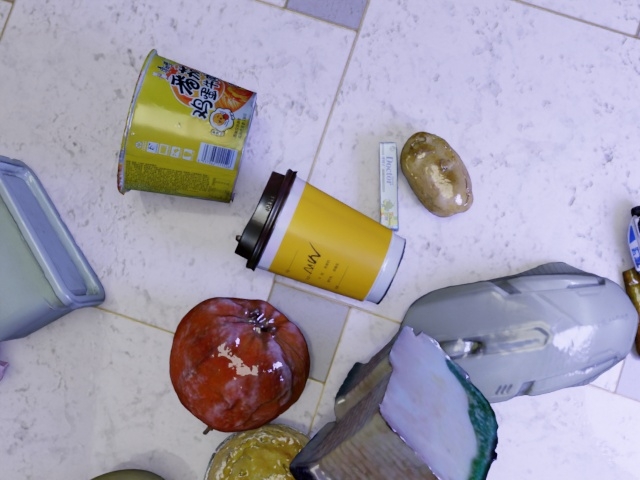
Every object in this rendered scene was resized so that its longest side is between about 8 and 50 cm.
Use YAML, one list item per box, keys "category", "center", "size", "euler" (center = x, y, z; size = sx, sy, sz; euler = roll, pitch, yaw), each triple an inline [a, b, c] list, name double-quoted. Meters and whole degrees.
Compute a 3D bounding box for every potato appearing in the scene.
- category: "potato"
  center: [0.211, -0.121, 1.687]
  size: [0.107, 0.080, 0.170]
  euler: [-27, 85, 12]

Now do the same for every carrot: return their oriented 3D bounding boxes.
- category: "carrot"
  center: [0.576, 0.131, 1.670]
  size: [0.042, 0.042, 0.170]
  euler: [-11, 81, 0]

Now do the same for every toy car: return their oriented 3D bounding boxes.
- category: "toy car"
  center: [0.595, 0.019, 1.656]
  size: [0.070, 0.080, 0.170]
  euler: [-20, 75, 30]

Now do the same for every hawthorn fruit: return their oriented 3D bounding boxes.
- category: "hawthorn fruit"
  center: [-0.155, 0.236, 1.596]
  size: [0.242, 0.242, 0.271]
  euler: [34, 113, 5]

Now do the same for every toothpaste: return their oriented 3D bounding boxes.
- category: "toothpaste"
  center: [0.127, -0.097, 1.703]
  size: [0.034, 0.046, 0.164]
  euler: [-1, 84, 5]

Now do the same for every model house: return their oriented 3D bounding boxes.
- category: "model house"
  center: [0.103, 0.334, 1.514]
  size: [0.284, 0.298, 0.243]
  euler: [-39, 95, 28]

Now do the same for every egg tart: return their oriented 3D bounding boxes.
- category: "egg tart"
  center: [-0.090, 0.436, 1.628]
  size: [0.234, 0.094, 0.234]
  euler: [0, 82, 0]

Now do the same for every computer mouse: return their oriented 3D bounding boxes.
- category: "computer mouse"
  center: [0.352, 0.163, 1.619]
  size: [0.429, 0.145, 0.228]
  euler: [-10, 86, 2]

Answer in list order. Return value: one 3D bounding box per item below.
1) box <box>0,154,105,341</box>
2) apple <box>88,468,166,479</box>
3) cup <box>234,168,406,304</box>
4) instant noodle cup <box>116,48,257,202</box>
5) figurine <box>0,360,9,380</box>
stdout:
- category: "box"
  center: [-0.554, 0.024, 1.654]
  size: [0.182, 0.175, 0.312]
  euler: [-31, 84, 7]
- category: "apple"
  center: [-0.330, 0.534, 1.547]
  size: [0.254, 0.292, 0.292]
  euler: [-38, 84, 2]
- category: "cup"
  center: [0.000, 0.000, 1.633]
  size: [0.280, 0.196, 0.196]
  euler: [23, 85, -3]
- category: "instant noodle cup"
  center: [-0.228, -0.189, 1.630]
  size: [0.200, 0.264, 0.264]
  euler: [13, 84, -5]
- category: "figurine"
  center: [-0.674, 0.152, 1.651]
  size: [0.133, 0.200, 0.276]
  euler: [-32, 89, -41]
